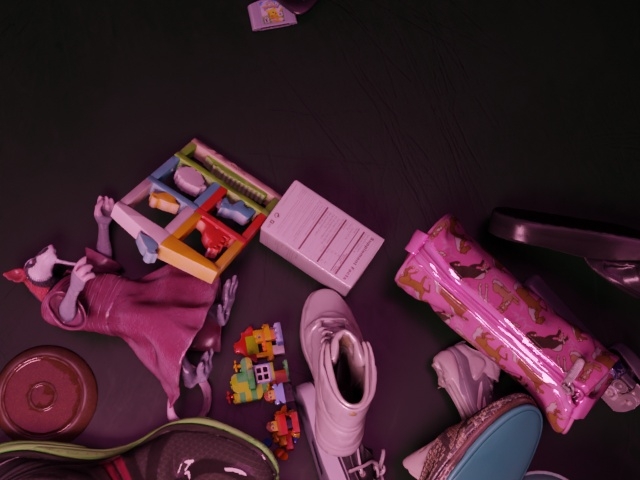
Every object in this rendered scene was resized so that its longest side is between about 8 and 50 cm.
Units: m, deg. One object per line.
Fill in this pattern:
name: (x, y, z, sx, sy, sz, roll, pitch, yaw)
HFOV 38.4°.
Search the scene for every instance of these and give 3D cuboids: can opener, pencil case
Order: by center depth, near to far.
pencil case: (0.294, 0.127, 1.479, 0.386, 0.167, 0.160, 43, 59, 15)
can opener: (0.446, 0.169, 1.565, 0.283, 0.076, 0.095, 48, 46, 7)

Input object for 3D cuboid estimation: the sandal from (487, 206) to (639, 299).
sandal: (0.502, 0.033, 1.563, 0.445, 0.167, 0.107, 11, 102, 5)

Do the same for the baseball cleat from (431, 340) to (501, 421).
baseball cleat: (0.269, 0.265, 1.519, 0.109, 0.072, 0.206, -26, 85, -16)

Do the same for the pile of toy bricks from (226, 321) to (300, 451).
pile of toy bricks: (-0.100, 0.233, 1.470, 0.105, 0.118, 0.212, -10, 71, -4)

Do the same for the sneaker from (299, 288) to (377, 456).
sneaker: (0.034, 0.164, 1.426, 0.108, 0.169, 0.293, -1, 51, -11)

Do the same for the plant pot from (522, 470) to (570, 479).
plant pot: (0.372, 0.520, 1.386, 0.196, 0.293, 0.293, 28, 76, -26)

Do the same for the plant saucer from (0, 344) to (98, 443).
plant saucer: (-0.447, 0.252, 1.484, 0.168, 0.029, 0.169, 1, 78, -4)

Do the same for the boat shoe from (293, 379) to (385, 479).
boat shoe: (0.051, 0.363, 1.461, 0.104, 0.113, 0.306, -14, 64, -14)

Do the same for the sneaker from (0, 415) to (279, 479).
sneaker: (-0.296, 0.394, 1.359, 0.482, 0.202, 0.185, -9, 121, 1)

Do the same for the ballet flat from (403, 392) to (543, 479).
ballet flat: (0.172, 0.439, 1.414, 0.164, 0.182, 0.483, 26, 84, -35)

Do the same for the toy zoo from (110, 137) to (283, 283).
toy zoo: (-0.201, -0.044, 1.478, 0.192, 0.030, 0.293, 33, 39, 3)

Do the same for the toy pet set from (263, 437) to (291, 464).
toy pet set: (-0.077, 0.405, 1.478, 0.114, 0.065, 0.122, 30, 71, 38)

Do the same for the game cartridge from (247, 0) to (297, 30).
game cartridge: (-0.088, -0.412, 1.662, 0.083, 0.017, 0.056, -12, 75, -7)

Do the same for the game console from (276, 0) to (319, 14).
game console: (-0.045, -0.600, 1.627, 0.173, 0.250, 0.293, 29, 74, 37)

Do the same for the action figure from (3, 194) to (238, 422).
action figure: (-0.327, 0.104, 1.481, 0.370, 0.248, 0.276, 11, 118, 9)

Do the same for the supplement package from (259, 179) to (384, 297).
supplement package: (0.000, 0.000, 1.535, 0.179, 0.105, 0.105, 34, 76, 3)
